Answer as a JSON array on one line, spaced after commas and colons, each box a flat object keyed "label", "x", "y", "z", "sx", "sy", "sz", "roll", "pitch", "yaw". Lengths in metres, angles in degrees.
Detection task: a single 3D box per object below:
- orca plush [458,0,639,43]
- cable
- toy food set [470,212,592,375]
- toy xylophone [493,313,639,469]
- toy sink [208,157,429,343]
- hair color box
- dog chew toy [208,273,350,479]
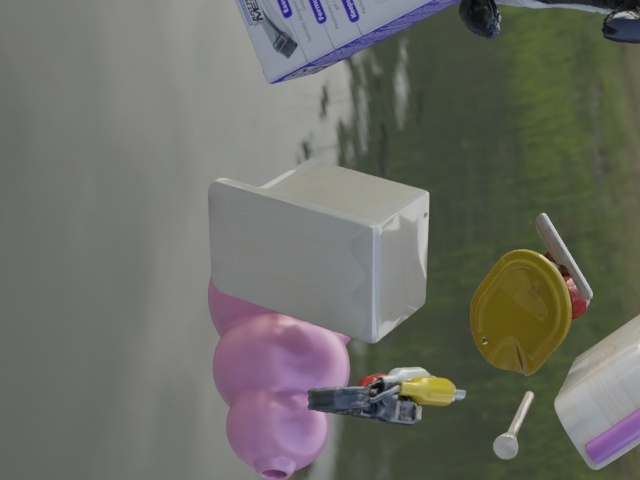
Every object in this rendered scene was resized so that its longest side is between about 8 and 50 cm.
[{"label": "orca plush", "x": 0.157, "y": -0.219, "z": 1.053, "sx": 0.102, "sy": 0.151, "sz": 0.287, "roll": 53, "pitch": 9, "yaw": -32}, {"label": "cable", "x": 0.046, "y": 0.164, "z": 1.618, "sx": 0.287, "sy": 0.139, "sz": 0.072, "roll": 21, "pitch": 73, "yaw": -59}, {"label": "toy food set", "x": 0.268, "y": 0.071, "z": 1.751, "sx": 0.071, "sy": 0.218, "sz": 0.128, "roll": -15, "pitch": 61, "yaw": -38}, {"label": "toy xylophone", "x": 0.329, "y": 0.175, "z": 1.674, "sx": 0.081, "sy": 0.236, "sz": 0.322, "roll": 54, "pitch": 27, "yaw": 3}, {"label": "toy sink", "x": 0.000, "y": 0.000, "z": 1.717, "sx": 0.131, "sy": 0.234, "sz": 0.153, "roll": -34, "pitch": 131, "yaw": -48}, {"label": "hair color box", "x": 0.054, "y": -0.330, "z": 1.674, "sx": 0.110, "sy": 0.338, "sz": 0.185, "roll": -21, "pitch": 89, "yaw": -55}, {"label": "dog chew toy", "x": -0.050, "y": 0.147, "z": 1.879, "sx": 0.206, "sy": 0.206, "sz": 0.332, "roll": 51, "pitch": 36, "yaw": -53}]
